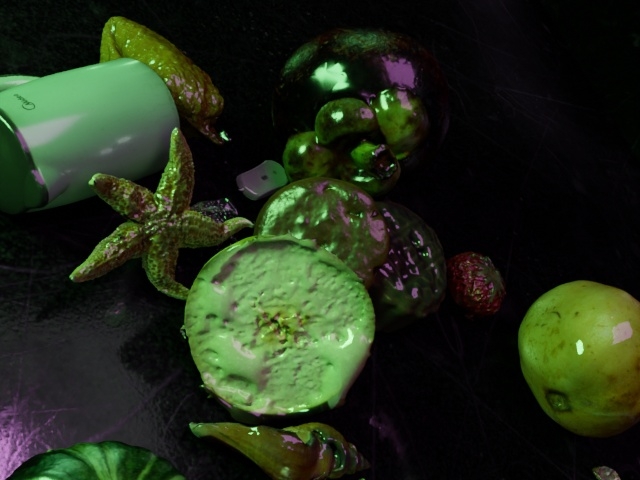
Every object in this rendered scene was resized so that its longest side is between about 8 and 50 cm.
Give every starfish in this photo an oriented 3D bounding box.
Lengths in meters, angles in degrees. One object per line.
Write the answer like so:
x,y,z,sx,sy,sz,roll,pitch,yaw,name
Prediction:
-0.202,-0.023,0.886,0.277,0.062,0.235,-17,114,-39,starfish

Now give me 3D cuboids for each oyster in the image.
0.560,0.468,1.353,0.083,0.019,0.054,32,42,-25,oyster

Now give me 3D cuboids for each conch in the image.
-0.044,0.269,0.866,0.233,0.086,0.080,11,73,-33,conch

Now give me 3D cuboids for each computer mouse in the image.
-0.103,-0.096,1.157,0.110,0.032,0.055,-31,81,-44,computer mouse

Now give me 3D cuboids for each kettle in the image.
-0.337,-0.143,0.873,0.221,0.161,0.236,37,40,14,kettle

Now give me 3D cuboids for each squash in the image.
-0.203,0.282,0.619,0.218,0.172,0.218,20,47,-23,squash

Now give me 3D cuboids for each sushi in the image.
-0.163,-0.015,1.006,0.083,0.056,0.084,0,59,-46,sushi
-0.254,-0.229,1.040,0.287,0.149,0.140,40,11,32,sushi

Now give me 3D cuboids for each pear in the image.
-0.050,0.095,0.937,0.267,0.267,0.178,41,12,-11,pear

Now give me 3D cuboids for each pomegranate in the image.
0.515,0.226,1.316,0.307,0.307,0.307,26,43,-28,pomegranate

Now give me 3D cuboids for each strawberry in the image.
0.311,0.083,1.375,0.145,0.086,0.145,25,46,-29,strawberry

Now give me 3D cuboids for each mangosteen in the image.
0.068,-0.217,1.213,0.330,0.330,0.330,26,43,-28,mangosteen

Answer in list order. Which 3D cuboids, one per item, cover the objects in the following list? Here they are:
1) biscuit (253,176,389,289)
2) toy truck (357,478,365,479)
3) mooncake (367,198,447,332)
0.000,0.000,1.066,0.212,0.212,0.036,53,-6,4,biscuit
0.009,0.339,0.842,0.169,0.100,0.077,7,56,-41,toy truck
0.115,0.040,1.185,0.228,0.124,0.228,26,45,-29,mooncake
